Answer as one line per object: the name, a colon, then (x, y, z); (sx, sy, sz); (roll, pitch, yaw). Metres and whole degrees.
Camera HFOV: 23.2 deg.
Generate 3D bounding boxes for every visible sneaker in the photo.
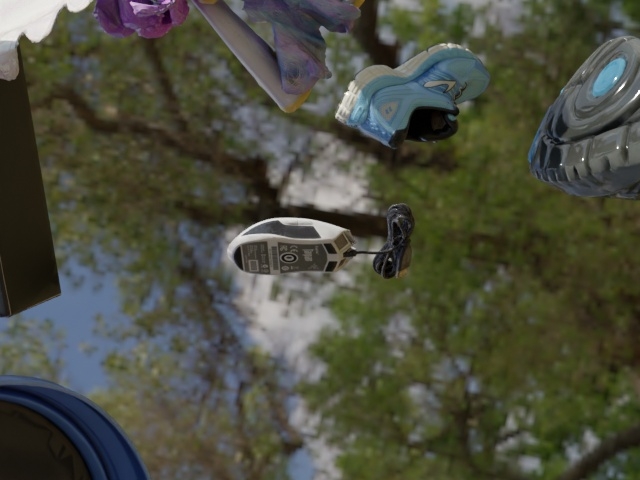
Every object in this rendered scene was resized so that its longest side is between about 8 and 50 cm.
sneaker: (0.084, -0.103, 1.224); (0.162, 0.073, 0.063); (-25, -30, -44)
sneaker: (0.260, -0.060, 1.058); (0.139, 0.341, 0.125); (32, -97, -19)

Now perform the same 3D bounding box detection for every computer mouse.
computer mouse: (0.000, 0.000, 1.615); (0.106, 0.193, 0.042); (89, -179, -55)

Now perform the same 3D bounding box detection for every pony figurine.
pony figurine: (-0.127, -0.268, 1.282); (0.363, 0.303, 0.351); (36, -153, -31)

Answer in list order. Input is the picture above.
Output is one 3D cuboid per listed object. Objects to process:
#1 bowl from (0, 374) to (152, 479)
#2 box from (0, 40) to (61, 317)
bowl: (-0.327, 0.313, 1.452); (0.391, 0.077, 0.391); (-10, -75, -40)
box: (-0.349, -0.062, 1.376); (0.103, 0.184, 0.261); (-29, -68, -70)
